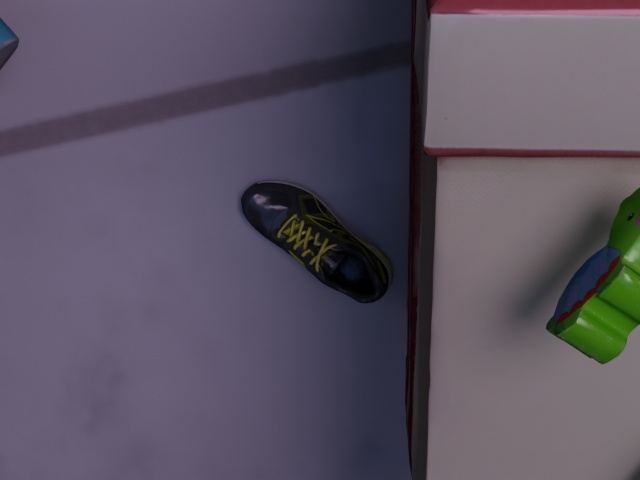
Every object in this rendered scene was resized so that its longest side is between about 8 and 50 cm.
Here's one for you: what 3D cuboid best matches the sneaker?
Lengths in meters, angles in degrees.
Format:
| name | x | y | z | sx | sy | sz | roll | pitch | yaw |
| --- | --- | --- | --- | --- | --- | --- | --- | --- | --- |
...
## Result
| name | x | y | z | sx | sy | sz | roll | pitch | yaw |
| --- | --- | --- | --- | --- | --- | --- | --- | --- | --- |
| sneaker | 0.000 | 0.000 | 0.634 | 0.083 | 0.035 | 0.031 | 32 | 100 | -6 |

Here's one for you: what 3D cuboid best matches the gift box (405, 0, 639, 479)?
| name | x | y | z | sx | sy | sz | roll | pitch | yaw |
| --- | --- | --- | --- | --- | --- | --- | --- | --- | --- |
| gift box | 0.133 | -0.039 | 0.522 | 0.255 | 0.276 | 0.258 | -1 | 118 | -3 |

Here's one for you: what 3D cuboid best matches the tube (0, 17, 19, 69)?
| name | x | y | z | sx | sy | sz | roll | pitch | yaw |
| --- | --- | --- | --- | --- | --- | --- | --- | --- | --- |
| tube | -0.212 | -0.138 | 0.545 | 0.080 | 0.052 | 0.207 | -43 | 96 | 5 |

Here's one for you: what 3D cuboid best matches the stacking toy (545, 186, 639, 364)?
| name | x | y | z | sx | sy | sz | roll | pitch | yaw |
| --- | --- | --- | --- | --- | --- | --- | --- | --- | --- |
| stacking toy | 0.100 | 0.101 | 0.422 | 0.167 | 0.052 | 0.221 | 30 | 115 | -12 |
